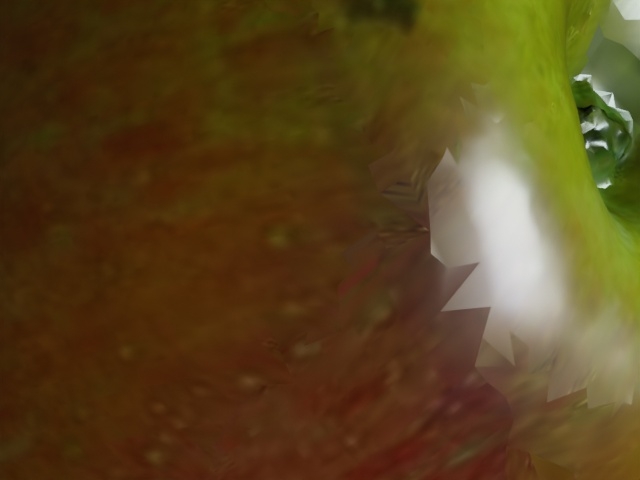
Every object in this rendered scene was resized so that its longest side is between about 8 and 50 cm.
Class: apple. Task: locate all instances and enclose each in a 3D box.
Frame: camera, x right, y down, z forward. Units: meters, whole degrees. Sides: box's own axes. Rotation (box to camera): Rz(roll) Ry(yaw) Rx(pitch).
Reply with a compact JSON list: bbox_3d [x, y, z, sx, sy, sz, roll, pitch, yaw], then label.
[{"bbox_3d":[0.000,0.000,0.641,0.339,0.340,0.339,-31,129,-49],"label":"apple"}]
